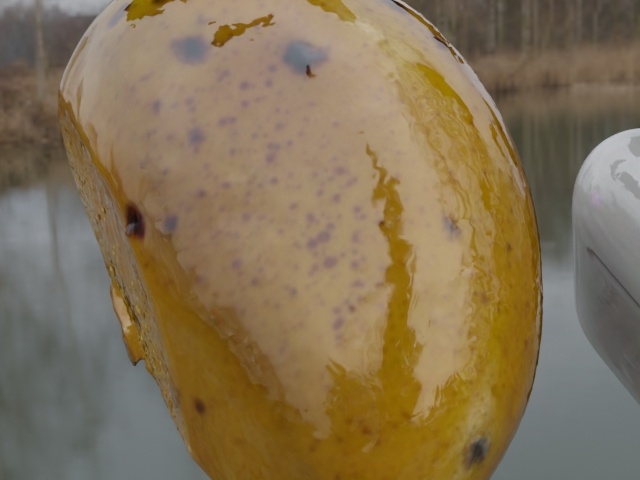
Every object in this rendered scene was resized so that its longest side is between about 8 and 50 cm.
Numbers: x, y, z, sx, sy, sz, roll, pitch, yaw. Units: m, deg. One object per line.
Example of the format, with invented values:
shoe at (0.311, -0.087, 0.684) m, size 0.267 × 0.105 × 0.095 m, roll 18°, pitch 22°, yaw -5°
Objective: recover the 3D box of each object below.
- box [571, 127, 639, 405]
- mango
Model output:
box at (0.361, 0.067, 1.201) m, size 0.141 × 0.349 × 0.288 m, roll -30°, pitch 57°, yaw -6°
mango at (0.000, 0.000, 0.542) m, size 0.191 × 0.290 × 0.160 m, roll -16°, pitch -23°, yaw -10°
